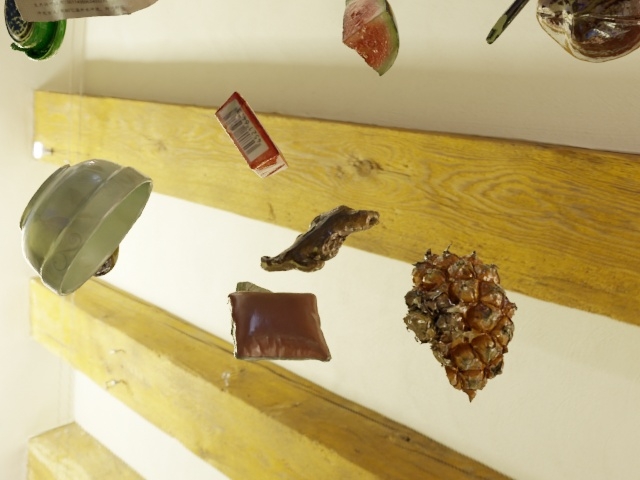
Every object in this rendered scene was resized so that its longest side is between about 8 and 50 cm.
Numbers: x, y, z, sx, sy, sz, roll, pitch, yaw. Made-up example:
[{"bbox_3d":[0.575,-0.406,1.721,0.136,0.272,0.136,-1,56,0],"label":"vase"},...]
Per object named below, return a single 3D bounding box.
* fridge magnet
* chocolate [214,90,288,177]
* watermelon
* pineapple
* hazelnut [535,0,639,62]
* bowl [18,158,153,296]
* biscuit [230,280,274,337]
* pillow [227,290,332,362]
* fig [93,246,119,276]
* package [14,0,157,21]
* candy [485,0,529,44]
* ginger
[{"bbox_3d":[-0.659,-0.523,1.360,0.208,0.088,0.208,5,-81,36],"label":"fridge magnet"},{"bbox_3d":[-0.210,-0.315,1.825,0.108,0.235,0.237,-36,-93,2],"label":"chocolate"},{"bbox_3d":[0.130,-0.476,1.353,0.137,0.145,0.193,-54,-145,10],"label":"watermelon"},{"bbox_3d":[0.209,0.095,0.905,0.139,0.164,0.250,-31,-131,29],"label":"pineapple"},{"bbox_3d":[0.515,-0.436,1.064,0.229,0.229,0.230,5,-83,40],"label":"hazelnut"},{"bbox_3d":[-0.503,-0.047,1.229,0.163,0.307,0.307,35,-57,-8],"label":"bowl"},{"bbox_3d":[-0.119,0.168,1.283,0.040,0.199,0.121,-7,-110,29],"label":"biscuit"},{"bbox_3d":[-0.080,0.162,1.091,0.171,0.179,0.075,-107,-154,-48],"label":"pillow"},{"bbox_3d":[-0.633,0.011,1.639,0.154,0.166,0.144,17,-36,5],"label":"fig"},{"bbox_3d":[-0.363,-0.440,0.896,0.204,0.250,0.062,87,-19,-52],"label":"package"},{"bbox_3d":[0.322,-0.384,0.739,0.323,0.097,0.097,-49,-116,28],"label":"candy"},{"bbox_3d":[0.002,-0.001,1.536,0.166,0.333,0.080,41,-21,53],"label":"ginger"}]
